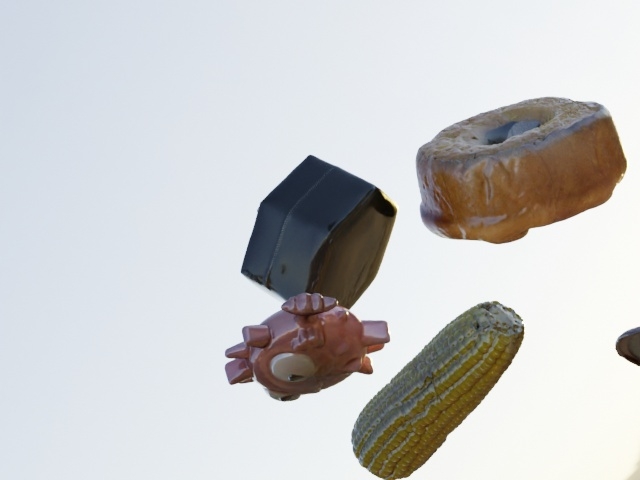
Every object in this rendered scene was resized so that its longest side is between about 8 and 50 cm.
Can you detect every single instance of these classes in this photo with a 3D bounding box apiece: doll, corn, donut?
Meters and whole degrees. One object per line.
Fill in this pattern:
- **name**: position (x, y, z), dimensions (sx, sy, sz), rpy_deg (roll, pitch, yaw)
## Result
- **doll**: position (-0.018, 0.134, 1.914), dimensions (0.211, 0.093, 0.262), rpy_deg (-7, -28, -10)
- **corn**: position (0.105, 0.140, 1.406), dimensions (0.080, 0.080, 0.231), rpy_deg (-24, -23, -48)
- **donut**: position (0.297, -0.107, 2.251), dimensions (0.299, 0.150, 0.317), rpy_deg (-1, 22, 33)

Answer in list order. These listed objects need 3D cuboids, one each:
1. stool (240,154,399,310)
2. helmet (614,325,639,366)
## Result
- **stool**: position (0.000, 0.000, 2.172), dimensions (0.232, 0.141, 0.232), rpy_deg (-45, -29, -33)
- **helmet**: position (0.520, 0.092, 1.703), dimensions (0.271, 0.338, 0.197), rpy_deg (107, -174, -72)
